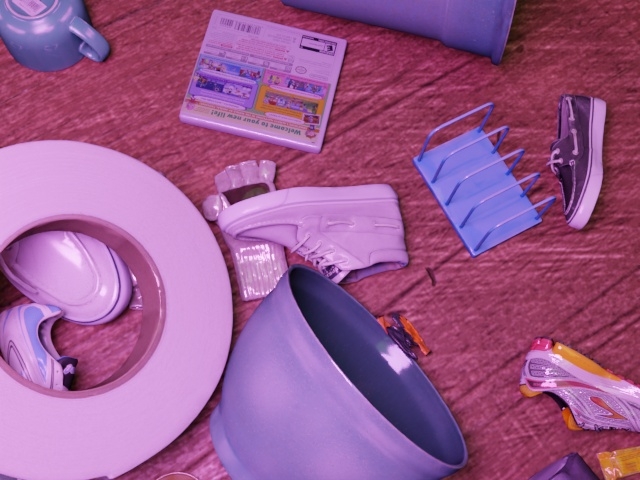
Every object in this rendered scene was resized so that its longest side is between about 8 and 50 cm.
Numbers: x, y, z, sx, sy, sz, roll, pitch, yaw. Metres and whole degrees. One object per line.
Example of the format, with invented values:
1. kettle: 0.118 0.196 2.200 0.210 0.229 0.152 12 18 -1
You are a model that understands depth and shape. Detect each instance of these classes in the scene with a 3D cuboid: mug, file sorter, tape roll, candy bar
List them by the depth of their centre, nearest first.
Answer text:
1. tape roll: -0.288 0.079 0.882 0.392 0.072 0.392 9 73 -30
2. candy bar: 0.442 0.280 1.002 0.162 0.018 0.040 -11 75 -8
3. file sorter: 0.229 -0.087 1.072 0.118 0.104 0.170 -26 75 -12
4. mug: -0.393 -0.327 1.117 0.158 0.097 0.129 -6 71 -5

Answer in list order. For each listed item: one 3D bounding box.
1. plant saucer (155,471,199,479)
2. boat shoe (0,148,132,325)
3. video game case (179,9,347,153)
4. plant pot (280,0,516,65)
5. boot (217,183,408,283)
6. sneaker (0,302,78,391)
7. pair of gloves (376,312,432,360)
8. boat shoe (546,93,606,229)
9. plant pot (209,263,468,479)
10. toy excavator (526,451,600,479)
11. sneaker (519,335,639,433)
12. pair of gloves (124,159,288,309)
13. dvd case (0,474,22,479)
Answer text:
1. plant saucer: -0.178 0.329 0.945 0.083 0.015 0.083 1 71 -4
2. boat shoe: -0.398 -0.033 0.969 0.136 0.156 0.367 -45 79 0
3. video game case: -0.083 -0.240 1.148 0.212 0.023 0.193 13 70 0
4. plant pot: 0.119 -0.442 1.090 0.334 0.341 0.341 10 70 9
5. boot: 0.000 0.000 1.014 0.258 0.095 0.123 -8 74 -21
6. sneaker: -0.328 0.189 0.912 0.086 0.085 0.237 -13 79 -4
7. pair of gloves: 0.112 0.125 1.008 0.010 0.083 0.074 -46 72 20
8. boat shoe: 0.363 -0.117 1.110 0.070 0.077 0.219 14 62 0
9. plant pot: -0.001 0.200 0.885 0.196 0.293 0.293 -44 77 11
10. toy excavator: 0.111 0.466 0.789 0.445 0.433 0.222 -24 72 -41
11. sneaker: 0.362 0.216 0.994 0.225 0.088 0.092 28 82 12
12. pair of gloves: -0.165 -0.010 1.052 0.240 0.042 0.204 -5 71 -5
13. dvd case: -0.419 0.299 0.933 0.179 0.029 0.238 29 72 6
